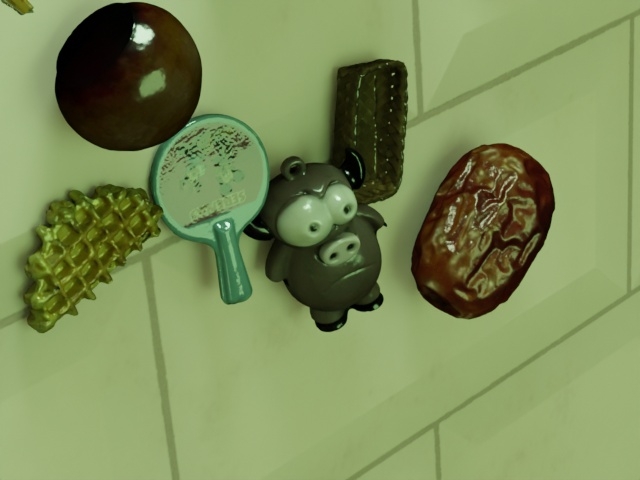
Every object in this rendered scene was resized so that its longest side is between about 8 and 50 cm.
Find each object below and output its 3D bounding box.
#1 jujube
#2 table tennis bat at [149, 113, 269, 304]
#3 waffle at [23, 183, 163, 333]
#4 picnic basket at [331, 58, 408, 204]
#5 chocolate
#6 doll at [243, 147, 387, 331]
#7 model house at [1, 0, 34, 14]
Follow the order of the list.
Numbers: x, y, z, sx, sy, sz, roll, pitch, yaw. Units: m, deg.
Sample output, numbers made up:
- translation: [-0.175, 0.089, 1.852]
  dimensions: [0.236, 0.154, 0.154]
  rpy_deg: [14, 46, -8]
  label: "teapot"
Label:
- translation: [0.230, -0.014, 2.357]
  dimensions: [0.250, 0.174, 0.174]
  rpy_deg: [-60, 139, -15]
  label: "jujube"
- translation: [-0.124, -0.035, 2.029]
  dimensions: [0.153, 0.040, 0.244]
  rpy_deg: [-20, 113, -21]
  label: "table tennis bat"
- translation: [-0.258, 0.017, 1.925]
  dimensions: [0.192, 0.046, 0.160]
  rpy_deg: [-11, 111, -45]
  label: "waffle"
- translation: [0.062, -0.144, 2.202]
  dimensions: [0.110, 0.055, 0.193]
  rpy_deg: [-18, 118, -44]
  label: "picnic basket"
- translation: [-0.199, -0.169, 1.829]
  dimensions: [0.177, 0.177, 0.177]
  rpy_deg: [-21, 121, -41]
  label: "chocolate"
- translation: [-0.001, 0.000, 2.144]
  dimensions: [0.182, 0.117, 0.257]
  rpy_deg: [-29, 132, -13]
  label: "doll"
- translation: [-0.393, -0.239, 1.568]
  dimensions: [0.136, 0.207, 0.219]
  rpy_deg: [-45, 108, 4]
  label: "model house"
